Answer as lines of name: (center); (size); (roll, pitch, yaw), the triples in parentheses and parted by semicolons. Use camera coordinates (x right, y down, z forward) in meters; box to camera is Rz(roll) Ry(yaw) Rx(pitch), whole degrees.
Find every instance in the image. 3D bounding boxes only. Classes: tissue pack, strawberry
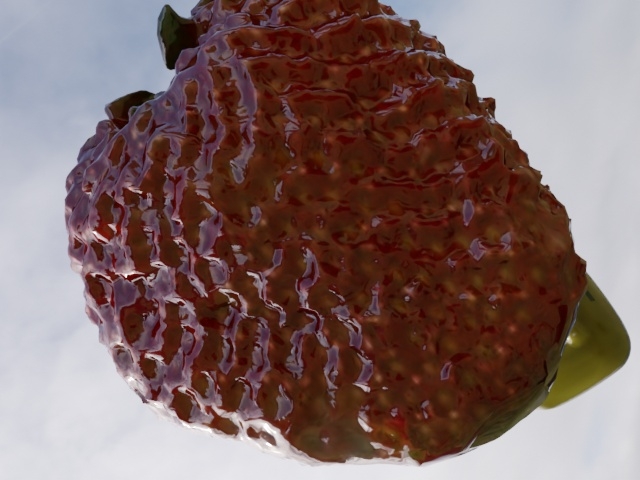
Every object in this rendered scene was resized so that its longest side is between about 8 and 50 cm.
tissue pack: (0.187, 0.060, 0.600); (0.127, 0.123, 0.178); (15, -143, -52)
strawberry: (0.000, 0.000, 0.453); (0.312, 0.351, 0.267); (-47, -27, -2)
